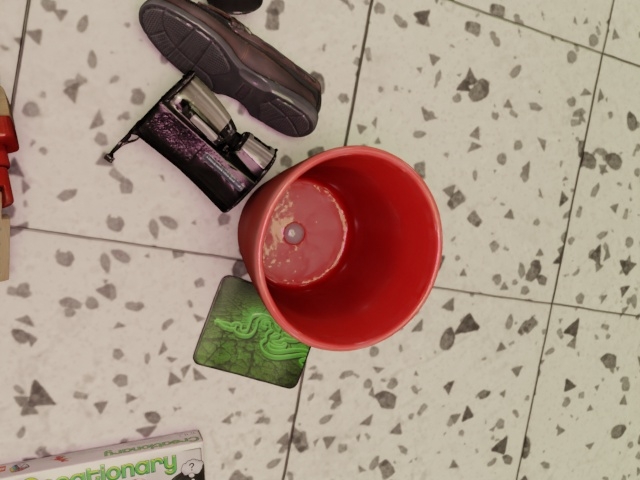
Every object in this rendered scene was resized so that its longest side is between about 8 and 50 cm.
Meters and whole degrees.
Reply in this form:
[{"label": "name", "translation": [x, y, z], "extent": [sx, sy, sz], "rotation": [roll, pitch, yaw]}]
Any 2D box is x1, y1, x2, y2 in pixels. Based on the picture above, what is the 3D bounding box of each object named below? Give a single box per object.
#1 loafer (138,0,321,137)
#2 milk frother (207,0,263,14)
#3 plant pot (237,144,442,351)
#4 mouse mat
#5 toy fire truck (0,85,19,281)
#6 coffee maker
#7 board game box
[{"label": "loafer", "translation": [-0.123, -0.269, 0.959], "extent": [0.303, 0.109, 0.095], "rotation": [33, 57, -26]}, {"label": "milk frother", "translation": [-0.155, -0.398, 0.894], "extent": [0.143, 0.129, 0.134], "rotation": [-23, 148, -24]}, {"label": "plant pot", "translation": [0.000, 0.000, 0.950], "extent": [0.275, 0.243, 0.274], "rotation": [-3, 98, -22]}, {"label": "mouse mat", "translation": [-0.098, 0.152, 1.058], "extent": [0.190, 0.007, 0.152], "rotation": [20, 89, -23]}, {"label": "toy fire truck", "translation": [-0.484, -0.063, 0.807], "extent": [0.217, 0.158, 0.246], "rotation": [-13, 86, -20]}, {"label": "coffee maker", "translation": [-0.180, -0.129, 0.944], "extent": [0.171, 0.120, 0.178], "rotation": [-35, 112, 26]}, {"label": "board game box", "translation": [-0.325, 0.410, 0.972], "extent": [0.306, 0.053, 0.192], "rotation": [-5, 98, -21]}]
